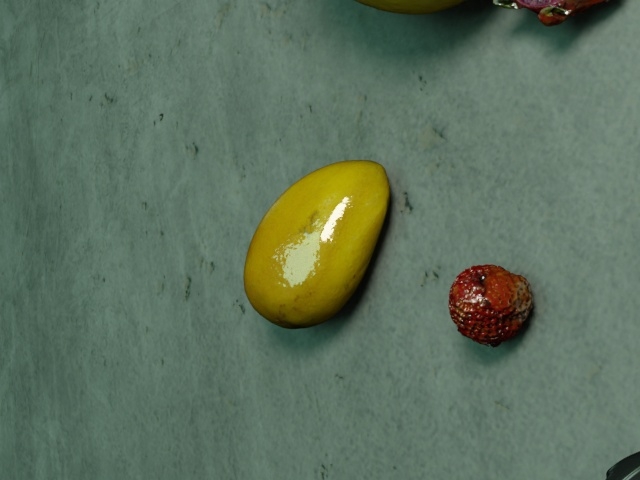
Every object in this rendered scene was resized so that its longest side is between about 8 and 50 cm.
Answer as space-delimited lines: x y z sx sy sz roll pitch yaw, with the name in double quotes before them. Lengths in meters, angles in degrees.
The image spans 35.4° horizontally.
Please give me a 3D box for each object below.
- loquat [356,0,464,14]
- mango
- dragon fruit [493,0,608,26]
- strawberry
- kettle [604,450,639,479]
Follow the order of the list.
"loquat" 0.078 -0.371 1.008 0.275 0.275 0.274 -8 78 42
"mango" 0.000 0.000 1.133 0.219 0.112 0.145 -53 51 9
"dragon fruit" 0.244 -0.256 0.967 0.126 0.068 0.112 -56 43 8
"strawberry" 0.162 0.061 0.976 0.083 0.096 0.083 -12 68 32
"kettle" 0.339 0.255 0.734 0.268 0.207 0.290 -37 45 -1
